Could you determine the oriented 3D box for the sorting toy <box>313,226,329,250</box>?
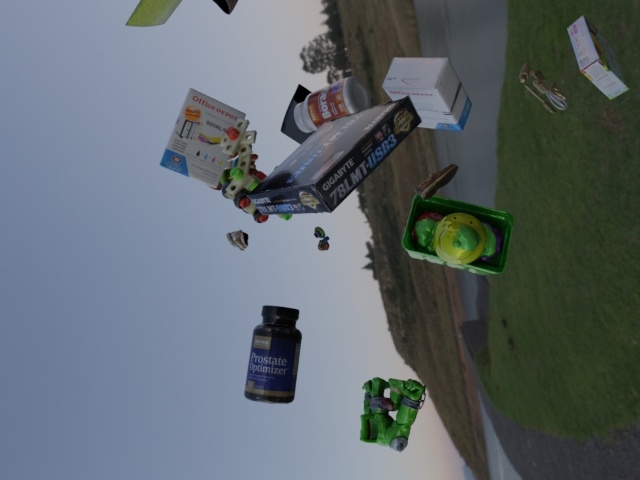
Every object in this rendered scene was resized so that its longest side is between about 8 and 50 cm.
[{"bbox_3d":[0.000,0.000,1.611,0.042,0.061,0.102,-39,-66,-33],"label":"sorting toy"}]

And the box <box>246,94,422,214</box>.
[{"bbox_3d":[0.018,-0.171,0.912,0.295,0.293,0.073,-47,-66,-21],"label":"box"}]

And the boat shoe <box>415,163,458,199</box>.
[{"bbox_3d":[0.415,-0.220,1.534,0.060,0.178,0.064,47,172,31],"label":"boat shoe"}]

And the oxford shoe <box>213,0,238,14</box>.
[{"bbox_3d":[-0.394,-0.889,1.423,0.364,0.130,0.132,8,-79,-58],"label":"oxford shoe"}]

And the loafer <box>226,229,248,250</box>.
[{"bbox_3d":[-0.188,-0.003,1.027,0.045,0.039,0.125,62,-178,7],"label":"loafer"}]

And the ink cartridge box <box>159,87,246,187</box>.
[{"bbox_3d":[-0.348,-0.299,1.265,0.232,0.171,0.168,-67,21,4],"label":"ink cartridge box"}]

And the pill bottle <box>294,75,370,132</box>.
[{"bbox_3d":[0.029,-0.389,1.261,0.121,0.216,0.121,10,-103,-48],"label":"pill bottle"}]

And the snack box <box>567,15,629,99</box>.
[{"bbox_3d":[0.522,-0.345,0.809,0.100,0.037,0.141,26,-126,-25],"label":"snack box"}]

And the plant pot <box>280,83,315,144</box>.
[{"bbox_3d":[-0.069,-0.516,1.822,0.188,0.167,0.187,31,-145,-16],"label":"plant pot"}]

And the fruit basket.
[{"bbox_3d":[0.484,-0.026,1.515,0.392,0.392,0.283,56,-131,-58],"label":"fruit basket"}]

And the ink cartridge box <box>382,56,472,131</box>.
[{"bbox_3d":[0.252,-0.337,1.000,0.191,0.139,0.082,28,-97,-53],"label":"ink cartridge box"}]

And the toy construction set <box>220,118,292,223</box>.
[{"bbox_3d":[-0.155,-0.170,1.184,0.151,0.215,0.328,36,177,44],"label":"toy construction set"}]

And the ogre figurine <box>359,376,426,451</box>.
[{"bbox_3d":[0.120,0.314,0.786,0.097,0.197,0.118,30,-117,-31],"label":"ogre figurine"}]

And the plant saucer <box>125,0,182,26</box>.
[{"bbox_3d":[-0.206,-0.421,0.652,0.045,0.188,0.188,32,-122,-34],"label":"plant saucer"}]

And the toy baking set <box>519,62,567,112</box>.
[{"bbox_3d":[0.771,-0.531,1.480,0.256,0.197,0.030,-51,-6,-43],"label":"toy baking set"}]

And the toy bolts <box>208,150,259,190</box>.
[{"bbox_3d":[-0.375,-0.318,1.739,0.228,0.158,0.218,-19,-71,-55],"label":"toy bolts"}]

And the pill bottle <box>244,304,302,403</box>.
[{"bbox_3d":[-0.110,0.272,1.040,0.123,0.123,0.219,42,-128,-68],"label":"pill bottle"}]
